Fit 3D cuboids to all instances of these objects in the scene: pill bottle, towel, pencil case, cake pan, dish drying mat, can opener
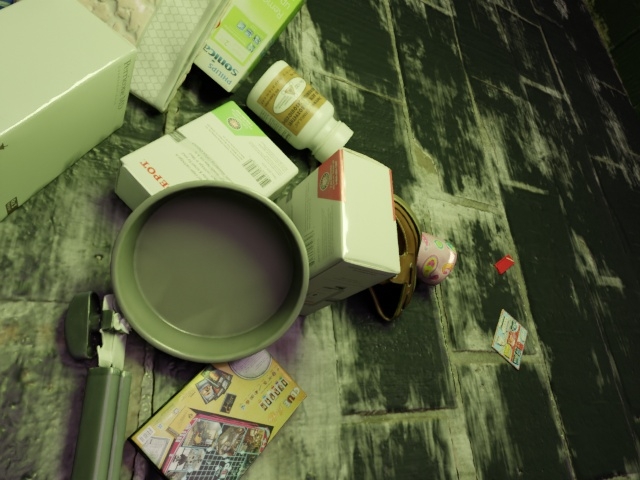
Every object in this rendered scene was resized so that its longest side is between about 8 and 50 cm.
[{"bbox_3d":[-0.043,-0.285,1.005,0.229,0.131,0.131,40,53,-9],"label":"pill bottle"},{"bbox_3d":[-0.355,-0.461,0.816,0.317,0.331,0.053,32,11,-15],"label":"towel"},{"bbox_3d":[0.171,-0.003,1.004,0.284,0.124,0.124,28,55,-16],"label":"pencil case"},{"bbox_3d":[-0.165,0.049,0.683,0.294,0.054,0.292,-2,105,-6],"label":"cake pan"},{"bbox_3d":[0.530,0.068,1.260,0.083,0.008,0.032,-25,82,-37],"label":"dish drying mat"},{"bbox_3d":[-0.324,0.212,0.641,0.093,0.074,0.280,-9,66,2],"label":"can opener"}]

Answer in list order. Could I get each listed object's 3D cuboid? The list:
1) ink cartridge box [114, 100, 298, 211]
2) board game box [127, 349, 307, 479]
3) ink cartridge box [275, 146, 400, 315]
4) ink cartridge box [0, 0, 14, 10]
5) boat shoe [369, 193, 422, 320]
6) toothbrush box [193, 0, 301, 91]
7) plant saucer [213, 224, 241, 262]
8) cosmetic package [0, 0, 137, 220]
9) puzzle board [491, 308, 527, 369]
[{"bbox_3d":[-0.208,-0.113,0.829,0.198,0.115,0.273,47,52,-2],"label":"ink cartridge box"},{"bbox_3d":[-0.156,0.285,0.713,0.165,0.042,0.243,49,52,-1],"label":"board game box"},{"bbox_3d":[0.000,0.000,0.796,0.117,0.283,0.207,15,60,-30],"label":"ink cartridge box"},{"bbox_3d":[-0.651,-0.504,0.795,0.097,0.046,0.207,-25,82,-36],"label":"ink cartridge box"},{"bbox_3d":[0.142,0.046,0.878,0.104,0.111,0.307,-62,145,-37],"label":"boat shoe"},{"bbox_3d":[-0.181,-0.489,0.919,0.206,0.283,0.122,39,11,-15],"label":"toothbrush box"},{"bbox_3d":[-0.146,-0.003,0.786,0.029,0.168,0.168,38,52,8],"label":"plant saucer"},{"bbox_3d":[-0.467,-0.176,0.643,0.156,0.217,0.385,40,55,-9],"label":"cosmetic package"},{"bbox_3d":[0.498,0.257,1.146,0.096,0.011,0.128,41,52,-8],"label":"puzzle board"}]
